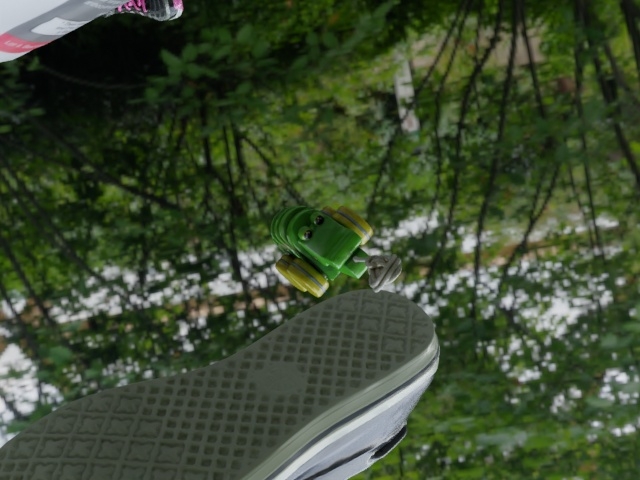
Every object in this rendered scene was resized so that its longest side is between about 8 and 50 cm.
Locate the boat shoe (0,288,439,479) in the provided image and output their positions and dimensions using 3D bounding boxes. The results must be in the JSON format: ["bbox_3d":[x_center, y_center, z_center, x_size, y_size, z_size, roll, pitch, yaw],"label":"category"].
[{"bbox_3d":[-0.096,0.205,0.844,0.500,0.156,0.187,-23,-136,-30],"label":"boat shoe"}]

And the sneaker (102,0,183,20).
[{"bbox_3d":[-0.234,-0.296,1.096,0.074,0.063,0.170,-29,-140,-35],"label":"sneaker"}]

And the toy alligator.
[{"bbox_3d":[0.000,0.000,0.579,0.056,0.051,0.189,-50,-168,-8],"label":"toy alligator"}]

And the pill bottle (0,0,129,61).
[{"bbox_3d":[-0.103,-0.240,0.515,0.318,0.176,0.176,-20,180,18],"label":"pill bottle"}]
